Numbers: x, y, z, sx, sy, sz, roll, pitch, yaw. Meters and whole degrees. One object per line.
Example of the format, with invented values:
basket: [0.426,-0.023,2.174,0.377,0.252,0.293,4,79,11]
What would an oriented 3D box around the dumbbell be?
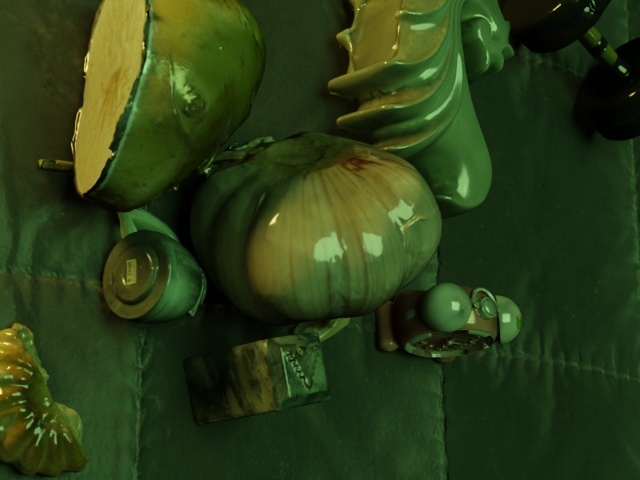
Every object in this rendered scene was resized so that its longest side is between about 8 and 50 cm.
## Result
dumbbell: [0.444,-0.315,2.316,0.388,0.185,0.185,42,55,-24]

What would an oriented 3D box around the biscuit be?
biscuit: [-0.324,0.188,1.601,0.118,0.061,0.183,-30,99,-40]

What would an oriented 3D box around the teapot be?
teapot: [-0.201,0.041,1.738,0.108,0.149,0.111,23,102,-50]

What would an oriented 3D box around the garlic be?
garlic: [0.000,-0.015,1.776,0.322,0.322,0.241,-63,145,-33]

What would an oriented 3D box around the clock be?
clock: [0.178,0.104,1.986,0.166,0.162,0.092,15,66,-37]

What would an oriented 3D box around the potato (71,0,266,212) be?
potato: [-0.168,-0.173,1.704,0.196,0.246,0.299,15,62,-22]

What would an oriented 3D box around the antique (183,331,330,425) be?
antique: [-0.073,0.166,1.738,0.088,0.183,0.086,-7,83,-41]

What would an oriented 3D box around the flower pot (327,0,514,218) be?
flower pot: [0.145,-0.233,2.053,0.254,0.165,0.367,31,58,-37]

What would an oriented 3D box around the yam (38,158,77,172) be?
yam: [-0.292,-0.087,1.734,0.107,0.014,0.014,5,75,-41]
